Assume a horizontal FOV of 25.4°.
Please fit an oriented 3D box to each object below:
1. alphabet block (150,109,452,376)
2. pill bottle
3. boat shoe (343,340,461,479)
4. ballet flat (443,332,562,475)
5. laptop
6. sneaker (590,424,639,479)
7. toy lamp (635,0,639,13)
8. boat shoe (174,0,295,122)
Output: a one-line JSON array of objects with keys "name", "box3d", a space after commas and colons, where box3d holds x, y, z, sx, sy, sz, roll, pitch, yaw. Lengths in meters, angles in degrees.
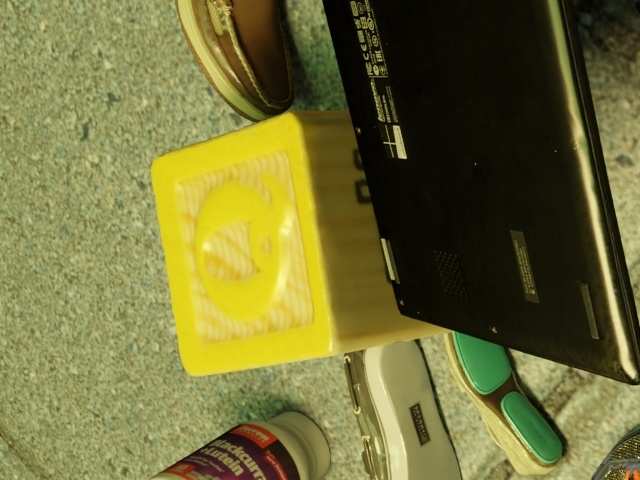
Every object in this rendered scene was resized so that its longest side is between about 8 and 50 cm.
[{"name": "alphabet block", "box3d": [0.000, 0.000, 1.194, 0.192, 0.197, 0.193, -15, 84, 45]}, {"name": "pill bottle", "box3d": [-0.080, 0.244, 1.406, 0.108, 0.193, 0.108, 18, 120, 35]}, {"name": "boat shoe", "box3d": [0.069, 0.196, 1.336, 0.076, 0.080, 0.228, -6, 104, 49]}, {"name": "ballet flat", "box3d": [0.149, 0.137, 1.253, 0.168, 0.057, 0.052, 59, 145, 5]}, {"name": "laptop", "box3d": [0.130, -0.158, 0.902, 0.408, 0.236, 0.382, 14, 121, 65]}, {"name": "sneaker", "box3d": [0.289, 0.181, 1.124, 0.221, 0.087, 0.083, -38, 81, 44]}, {"name": "toy lamp", "box3d": [0.305, -0.052, 1.011, 0.080, 0.080, 0.274, -14, 99, 44]}, {"name": "boat shoe", "box3d": [-0.077, -0.234, 1.260, 0.095, 0.095, 0.257, -23, 93, 39]}]
